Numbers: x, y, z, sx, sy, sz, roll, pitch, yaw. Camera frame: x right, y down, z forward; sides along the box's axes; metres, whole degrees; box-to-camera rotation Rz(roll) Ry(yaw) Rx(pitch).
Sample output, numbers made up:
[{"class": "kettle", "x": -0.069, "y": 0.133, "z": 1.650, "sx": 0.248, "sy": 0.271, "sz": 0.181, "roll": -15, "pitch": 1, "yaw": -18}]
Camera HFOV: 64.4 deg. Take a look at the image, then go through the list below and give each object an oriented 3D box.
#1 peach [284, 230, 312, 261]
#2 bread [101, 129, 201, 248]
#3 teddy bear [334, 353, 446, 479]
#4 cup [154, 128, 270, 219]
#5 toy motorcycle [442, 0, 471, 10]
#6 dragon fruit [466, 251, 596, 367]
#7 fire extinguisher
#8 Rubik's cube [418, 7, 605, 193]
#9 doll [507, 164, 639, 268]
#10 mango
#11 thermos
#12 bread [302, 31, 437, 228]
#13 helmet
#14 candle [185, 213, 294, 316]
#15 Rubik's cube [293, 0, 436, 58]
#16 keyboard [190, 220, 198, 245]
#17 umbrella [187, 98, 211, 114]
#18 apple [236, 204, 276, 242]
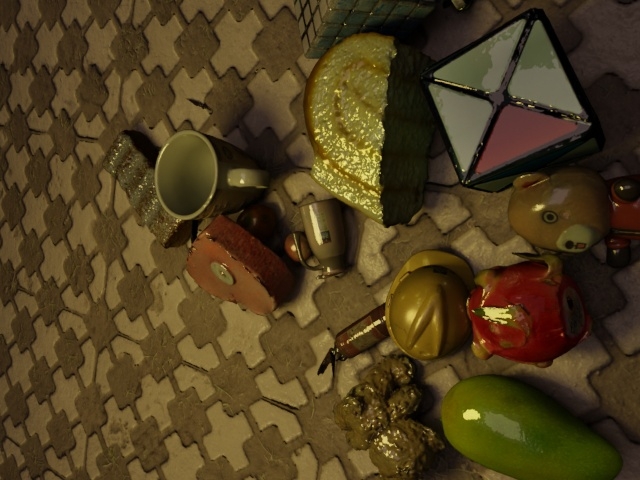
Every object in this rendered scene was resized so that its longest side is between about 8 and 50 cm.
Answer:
[{"class": "peach", "x": -0.057, "y": 0.017, "z": 1.348, "sx": 0.083, "sy": 0.083, "sz": 0.083, "roll": 1, "pitch": 92, "yaw": 32}, {"class": "bread", "x": -0.543, "y": -0.168, "z": 1.628, "sx": 0.416, "sy": 0.113, "sz": 0.165, "roll": 48, "pitch": 116, "yaw": 21}, {"class": "teddy bear", "x": 0.160, "y": 0.435, "z": 1.181, "sx": 0.256, "sy": 0.156, "sz": 0.267, "roll": 47, "pitch": 112, "yaw": 20}, {"class": "cup", "x": -0.244, "y": -0.169, "z": 1.357, "sx": 0.301, "sy": 0.257, "sz": 0.228, "roll": 5, "pitch": 96, "yaw": 33}, {"class": "toy motorcycle", "x": 0.320, "y": -0.634, "z": 1.081, "sx": 0.205, "sy": 0.127, "sz": 0.275, "roll": -20, "pitch": 74, "yaw": 30}, {"class": "dragon fruit", "x": 0.397, "y": 0.137, "z": 1.001, "sx": 0.227, "sy": 0.224, "sz": 0.224, "roll": -4, "pitch": 89, "yaw": 43}, {"class": "fire extinguisher", "x": 0.082, "y": 0.249, "z": 1.251, "sx": 0.252, "sy": 0.106, "sz": 0.075, "roll": -37, "pitch": 92, "yaw": 26}, {"class": "Rubik's cube", "x": 0.371, "y": -0.247, "z": 0.978, "sx": 0.250, "sy": 0.246, "sz": 0.248, "roll": -24, "pitch": 78, "yaw": 30}, {"class": "doll", "x": 0.519, "y": -0.059, "z": 0.932, "sx": 0.329, "sy": 0.235, "sz": 0.174, "roll": 4, "pitch": 64, "yaw": 23}, {"class": "mango", "x": 0.412, "y": 0.386, "z": 1.023, "sx": 0.343, "sy": 0.156, "sz": 0.192, "roll": 13, "pitch": 107, "yaw": 27}, {"class": "thermos", "x": 0.000, "y": 0.000, "z": 1.288, "sx": 0.105, "sy": 0.137, "sz": 0.193, "roll": 172, "pitch": 85, "yaw": -73}, {"class": "bread", "x": 0.098, "y": -0.243, "z": 1.161, "sx": 0.264, "sy": 0.239, "sz": 0.395, "roll": 12, "pitch": 100, "yaw": 34}, {"class": "helmet", "x": 0.242, "y": 0.152, "z": 1.098, "sx": 0.205, "sy": 0.140, "sz": 0.257, "roll": 13, "pitch": 95, "yaw": 9}, {"class": "candle", "x": -0.235, "y": 0.050, "z": 1.372, "sx": 0.316, "sy": 0.131, "sz": 0.287, "roll": 10, "pitch": 139, "yaw": 34}, {"class": "Rubik's cube", "x": 0.081, "y": -0.558, "z": 1.109, "sx": 0.237, "sy": 0.236, "sz": 0.238, "roll": 151, "pitch": 110, "yaw": -66}, {"class": "keyboard", "x": -0.371, "y": -0.149, "z": 1.507, "sx": 0.103, "sy": 0.041, "sz": 0.381, "roll": 106, "pitch": 157, "yaw": -58}, {"class": "umbrella", "x": -0.377, "y": -0.423, "z": 1.576, "sx": 0.122, "sy": 0.013, "sz": 0.022, "roll": 34, "pitch": 130, "yaw": 25}, {"class": "apple", "x": -0.178, "y": -0.043, "z": 1.408, "sx": 0.114, "sy": 0.102, "sz": 0.099, "roll": -38, "pitch": 70, "yaw": 26}]
